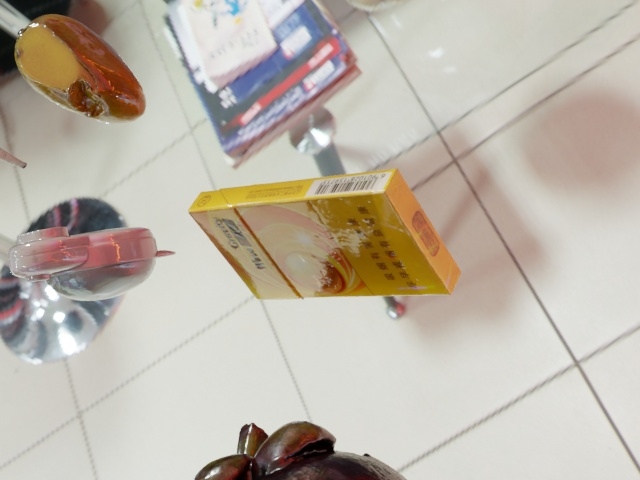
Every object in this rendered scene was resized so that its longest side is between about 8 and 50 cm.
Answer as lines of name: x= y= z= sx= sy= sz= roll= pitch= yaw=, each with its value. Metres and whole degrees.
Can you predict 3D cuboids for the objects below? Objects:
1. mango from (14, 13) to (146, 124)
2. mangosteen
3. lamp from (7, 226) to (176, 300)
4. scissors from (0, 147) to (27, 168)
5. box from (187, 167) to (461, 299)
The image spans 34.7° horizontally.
mango: x=-0.398 y=-0.280 z=1.716 sx=0.262 sy=0.167 sz=0.130 roll=41 pitch=113 yaw=29
mangosteen: x=-0.027 y=0.363 z=1.193 sx=0.307 sy=0.307 sz=0.347 roll=-45 pitch=61 yaw=5
lamp: x=-0.347 y=0.036 z=1.524 sx=0.179 sy=0.246 sz=0.108 roll=-15 pitch=81 yaw=36
scissors: x=-0.576 y=-0.162 z=1.784 sx=0.110 sy=0.212 sz=0.021 roll=-45 pitch=70 yaw=4
box: x=0.000 y=0.000 z=1.084 sx=0.269 sy=0.152 sz=0.043 roll=-3 pitch=44 yaw=39
